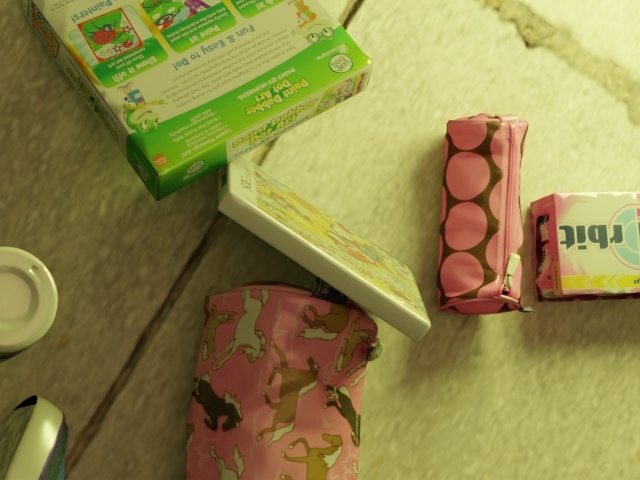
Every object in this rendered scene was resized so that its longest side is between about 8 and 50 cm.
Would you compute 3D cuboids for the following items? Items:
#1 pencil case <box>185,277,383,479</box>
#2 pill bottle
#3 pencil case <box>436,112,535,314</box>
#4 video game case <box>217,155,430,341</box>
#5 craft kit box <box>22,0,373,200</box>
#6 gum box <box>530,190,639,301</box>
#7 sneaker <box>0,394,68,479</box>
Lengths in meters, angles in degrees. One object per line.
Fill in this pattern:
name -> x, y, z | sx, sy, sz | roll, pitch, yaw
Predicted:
pencil case -> -0.040, 0.232, 1.854 | 0.160, 0.167, 0.386 | 21, 70, -55
pill bottle -> -0.299, 0.063, 1.786 | 0.094, 0.169, 0.094 | 3, 80, -19
pencil case -> 0.170, -0.028, 1.997 | 0.095, 0.098, 0.209 | 4, 79, -18
video game case -> 0.000, 0.000, 1.885 | 0.227, 0.206, 0.026 | 34, 100, -10
craft kit box -> -0.120, -0.195, 1.909 | 0.250, 0.061, 0.246 | -29, 67, -20
gum box -> 0.310, 0.006, 2.056 | 0.188, 0.062, 0.107 | -1, 81, -19
sneaker -> -0.230, 0.330, 1.799 | 0.236, 0.130, 0.323 | 27, 69, -22
